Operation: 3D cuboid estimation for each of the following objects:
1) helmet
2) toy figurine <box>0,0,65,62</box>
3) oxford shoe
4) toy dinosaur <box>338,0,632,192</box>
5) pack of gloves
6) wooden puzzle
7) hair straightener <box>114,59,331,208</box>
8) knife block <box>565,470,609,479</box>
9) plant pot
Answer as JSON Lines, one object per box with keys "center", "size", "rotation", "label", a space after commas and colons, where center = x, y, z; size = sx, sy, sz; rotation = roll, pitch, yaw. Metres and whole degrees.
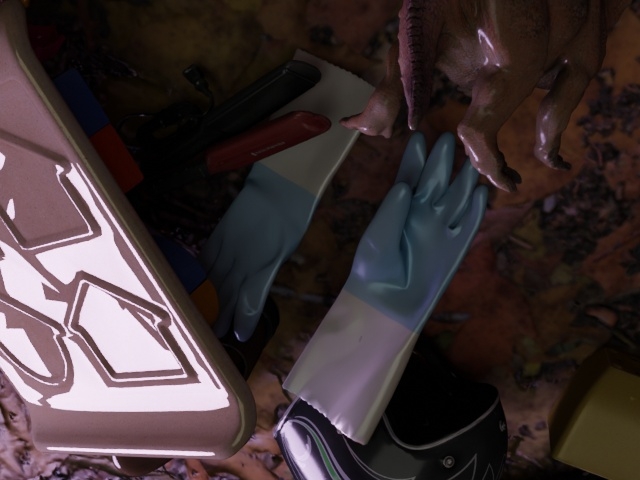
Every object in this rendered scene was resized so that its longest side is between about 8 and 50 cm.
{"center": [0.062, 0.161, 0.884], "size": [0.161, 0.169, 0.169], "rotation": [41, 119, 9], "label": "helmet"}
{"center": [-0.227, -0.202, 0.814], "size": [0.173, 0.130, 0.159], "rotation": [53, 127, 10], "label": "toy figurine"}
{"center": [-0.127, 0.137, 0.954], "size": [0.083, 0.096, 0.227], "rotation": [34, 120, -6], "label": "oxford shoe"}
{"center": [0.121, -0.152, 0.686], "size": [0.127, 0.296, 0.200], "rotation": [32, 122, 31], "label": "toy dinosaur"}
{"center": [0.000, 0.000, 0.805], "size": [0.195, 0.046, 0.232], "rotation": [32, 102, 25], "label": "pack of gloves"}
{"center": [-0.211, 0.006, 0.868], "size": [0.322, 0.080, 0.347], "rotation": [-11, 111, 47], "label": "wooden puzzle"}
{"center": [-0.090, -0.087, 0.859], "size": [0.230, 0.047, 0.089], "rotation": [-23, 67, 38], "label": "hair straightener"}
{"center": [0.187, 0.278, 0.874], "size": [0.242, 0.276, 0.088], "rotation": [-4, 118, 48], "label": "knife block"}
{"center": [0.234, 0.134, 0.878], "size": [0.081, 0.081, 0.083], "rotation": [20, 108, 3], "label": "plant pot"}
